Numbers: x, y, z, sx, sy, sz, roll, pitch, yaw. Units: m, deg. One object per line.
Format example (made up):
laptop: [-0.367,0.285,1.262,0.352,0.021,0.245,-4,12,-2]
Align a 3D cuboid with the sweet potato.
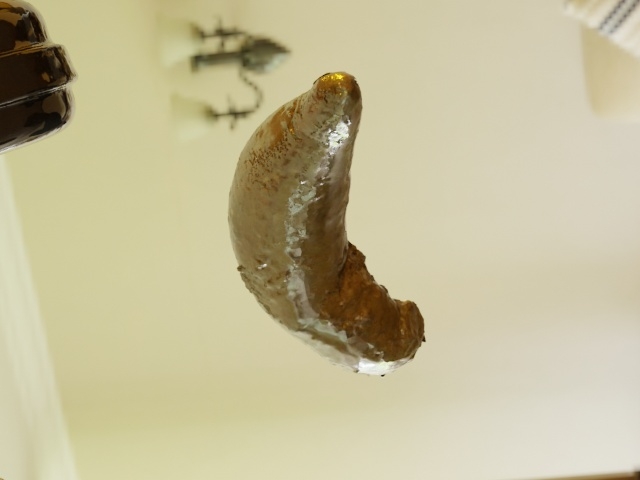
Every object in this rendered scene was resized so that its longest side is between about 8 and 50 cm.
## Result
sweet potato: [-0.003,0.002,1.082,0.098,0.124,0.310,-78,-21,-47]

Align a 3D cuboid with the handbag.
handbag: [-0.301,-0.071,0.927,0.254,0.308,0.093,-96,-11,-80]

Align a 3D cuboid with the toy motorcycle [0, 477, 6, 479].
toy motorcycle: [-0.369,0.329,1.549,0.171,0.110,0.260,-41,-49,-39]
